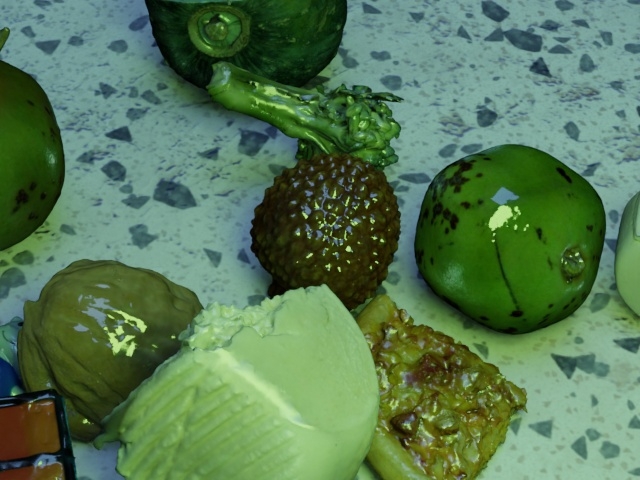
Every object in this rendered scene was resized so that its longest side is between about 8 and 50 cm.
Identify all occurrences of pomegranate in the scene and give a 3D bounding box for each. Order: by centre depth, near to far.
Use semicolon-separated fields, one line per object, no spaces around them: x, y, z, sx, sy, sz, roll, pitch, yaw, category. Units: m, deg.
0.233;-0.008;1.903;0.254;0.254;0.270;-27;40;-26;pomegranate
-0.471;-0.128;1.914;0.291;0.323;0.290;1;70;-4;pomegranate

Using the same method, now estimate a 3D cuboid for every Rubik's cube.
-0.351;0.291;1.621;0.180;0.167;0.183;-10;47;-11;Rubik's cube

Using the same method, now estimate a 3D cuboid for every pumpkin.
-0.105;-0.323;2.208;0.293;0.197;0.263;-1;34;5;pumpkin

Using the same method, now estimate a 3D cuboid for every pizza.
0.140;0.189;1.808;0.226;0.086;0.335;-7;46;-8;pizza

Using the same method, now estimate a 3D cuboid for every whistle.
-0.405;0.169;1.785;0.110;0.092;0.244;36;53;22;whistle

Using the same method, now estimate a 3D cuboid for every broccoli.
-0.011;-0.155;2.019;0.275;0.177;0.198;21;6;-41;broccoli

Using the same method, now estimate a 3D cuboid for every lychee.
0.000;0.000;1.910;0.200;0.200;0.238;40;96;30;lychee

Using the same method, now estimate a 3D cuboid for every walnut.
-0.237;0.119;1.762;0.238;0.204;0.141;-27;14;-26;walnut

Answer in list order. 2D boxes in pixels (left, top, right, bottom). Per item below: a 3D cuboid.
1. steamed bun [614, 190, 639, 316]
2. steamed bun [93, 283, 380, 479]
0.500;0.036;1.918;0.242;0.164;0.146;13;45;11;steamed bun
-0.056;0.181;1.675;0.273;0.290;0.272;36;46;5;steamed bun
